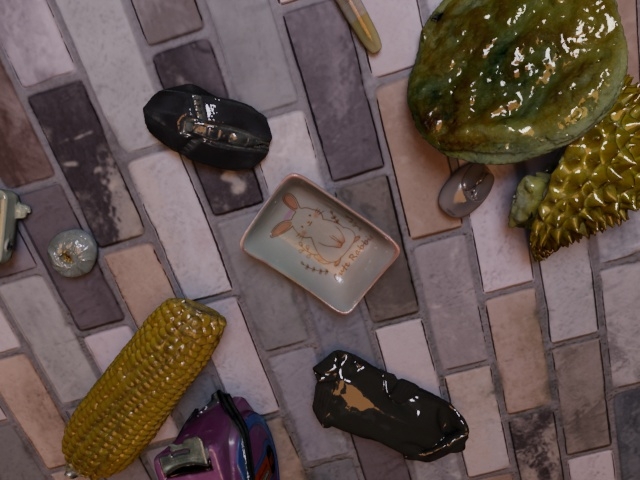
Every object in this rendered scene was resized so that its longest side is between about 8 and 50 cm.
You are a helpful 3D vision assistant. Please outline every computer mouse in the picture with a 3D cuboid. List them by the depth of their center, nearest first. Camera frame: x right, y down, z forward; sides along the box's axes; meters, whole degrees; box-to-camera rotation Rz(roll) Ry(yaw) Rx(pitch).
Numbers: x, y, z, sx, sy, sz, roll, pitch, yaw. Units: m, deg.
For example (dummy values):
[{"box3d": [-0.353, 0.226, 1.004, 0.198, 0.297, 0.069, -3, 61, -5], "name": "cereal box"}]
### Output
[{"box3d": [-0.168, -0.165, 0.698, 0.192, 0.062, 0.105, 16, 109, -5], "name": "computer mouse"}, {"box3d": [0.230, -0.077, 0.746, 0.066, 0.039, 0.096, 40, 104, -14], "name": "computer mouse"}]

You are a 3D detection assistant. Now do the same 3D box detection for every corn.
[{"box3d": [-0.301, 0.247, 0.806, 0.144, 0.144, 0.387, 36, 100, -12], "name": "corn"}]

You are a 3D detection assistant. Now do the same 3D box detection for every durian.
[{"box3d": [0.365, -0.092, 0.674, 0.172, 0.166, 0.306, 3, 116, -20], "name": "durian"}]

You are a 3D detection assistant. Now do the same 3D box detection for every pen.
[{"box3d": [0.015, -0.359, 0.649, 0.040, 0.032, 0.233, -23, 110, 32], "name": "pen"}]

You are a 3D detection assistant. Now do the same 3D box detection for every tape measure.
[{"box3d": [-0.167, 0.392, 0.810, 0.149, 0.231, 0.245, -15, 92, 7], "name": "tape measure"}]

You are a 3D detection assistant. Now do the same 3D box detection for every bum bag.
[{"box3d": [0.121, 0.312, 0.867, 0.326, 0.079, 0.142, 28, 99, -7], "name": "bum bag"}]

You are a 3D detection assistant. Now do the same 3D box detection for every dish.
[{"box3d": [0.000, 0.000, 0.751, 0.212, 0.077, 0.151, 34, 107, -12], "name": "dish"}]

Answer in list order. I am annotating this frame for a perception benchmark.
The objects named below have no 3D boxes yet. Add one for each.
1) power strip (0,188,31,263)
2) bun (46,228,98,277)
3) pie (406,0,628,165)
[{"box3d": [-0.598, -0.036, 0.732, 0.271, 0.046, 0.117, 9, 92, -4], "name": "power strip"}, {"box3d": [-0.402, 0.022, 0.769, 0.083, 0.045, 0.083, -2, 111, -5], "name": "bun"}, {"box3d": [0.237, -0.231, 0.604, 0.277, 0.079, 0.276, 1, 92, 34], "name": "pie"}]
